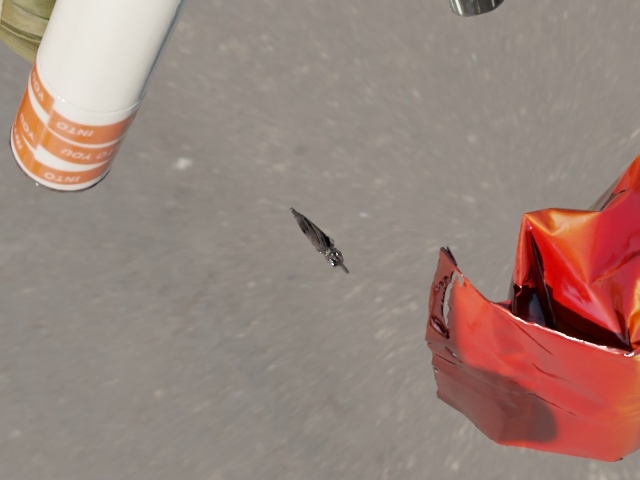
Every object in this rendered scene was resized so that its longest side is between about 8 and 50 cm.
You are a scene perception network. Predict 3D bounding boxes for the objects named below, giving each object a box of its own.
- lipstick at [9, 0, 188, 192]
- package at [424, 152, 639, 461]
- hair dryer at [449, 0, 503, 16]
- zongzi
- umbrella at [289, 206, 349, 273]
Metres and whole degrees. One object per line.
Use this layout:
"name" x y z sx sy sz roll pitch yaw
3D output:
"lipstick" -0.070 -0.062 0.594 0.038 0.131 0.038 9 60 -17
"package" 0.266 -0.007 1.090 0.423 0.196 0.123 -27 63 -7
"hair dryer" 0.061 -0.181 1.032 0.075 0.219 0.196 -7 123 16
"zongzi" -0.202 -0.195 1.497 0.178 0.189 0.081 42 59 -14
"umbrella" 0.002 0.002 1.225 0.013 0.122 0.022 -43 67 0
